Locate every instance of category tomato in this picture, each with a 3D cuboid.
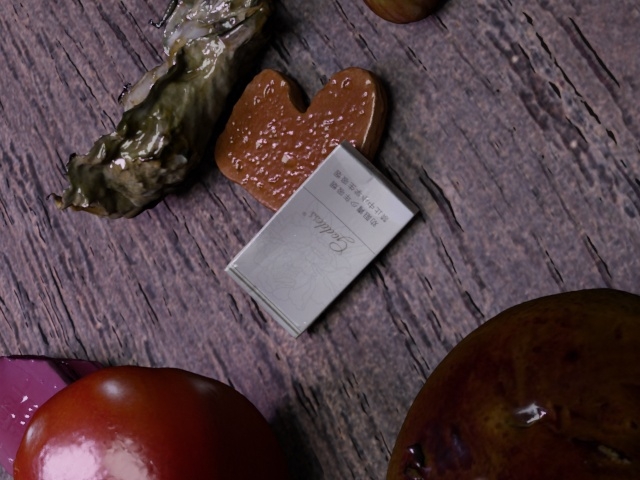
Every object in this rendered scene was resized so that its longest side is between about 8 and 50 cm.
[{"bbox_3d":[-0.164,0.270,1.836,0.298,0.299,0.226,-52,36,22],"label":"tomato"}]

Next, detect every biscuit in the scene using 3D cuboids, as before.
[{"bbox_3d":[-0.018,-0.118,1.922,0.192,0.036,0.186,35,109,35],"label":"biscuit"}]

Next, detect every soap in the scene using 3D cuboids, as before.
[{"bbox_3d":[-0.293,0.220,2.072,0.250,0.099,0.162,42,117,34],"label":"soap"}]

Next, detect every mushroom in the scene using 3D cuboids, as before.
[{"bbox_3d":[0.222,0.225,1.597,0.345,0.259,0.345,-22,43,22],"label":"mushroom"}]

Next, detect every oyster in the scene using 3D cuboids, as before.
[{"bbox_3d":[-0.170,-0.156,1.999,0.337,0.133,0.198,-54,16,11],"label":"oyster"}]

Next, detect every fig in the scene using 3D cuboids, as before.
[{"bbox_3d":[0.065,-0.268,1.820,0.089,0.125,0.089,-9,77,42],"label":"fig"}]

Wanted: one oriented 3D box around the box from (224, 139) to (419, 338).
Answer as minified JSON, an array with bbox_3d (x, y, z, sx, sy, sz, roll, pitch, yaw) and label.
[{"bbox_3d":[0.000,0.000,1.871,0.109,0.029,0.198,44,114,1],"label":"box"}]
